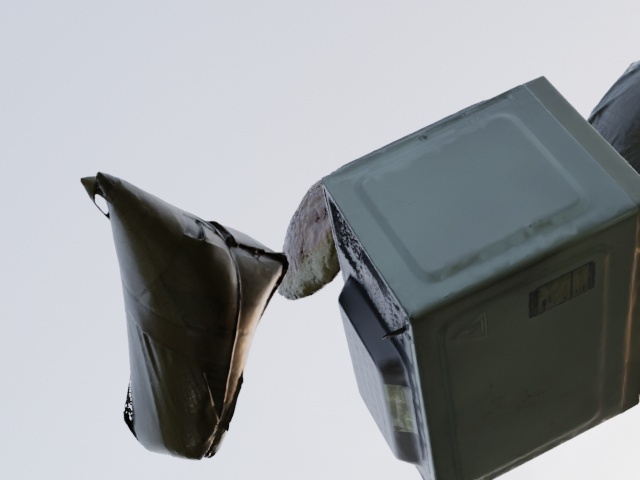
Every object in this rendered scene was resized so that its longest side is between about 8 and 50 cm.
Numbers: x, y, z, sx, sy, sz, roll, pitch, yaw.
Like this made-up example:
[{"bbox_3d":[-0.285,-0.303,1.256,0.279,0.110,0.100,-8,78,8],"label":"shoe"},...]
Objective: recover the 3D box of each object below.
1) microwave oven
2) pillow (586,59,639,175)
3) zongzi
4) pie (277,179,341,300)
[{"bbox_3d":[0.163,0.053,1.147,0.286,0.218,0.355,-25,-39,-8],"label":"microwave oven"},{"bbox_3d":[0.448,-0.141,1.596,0.335,0.161,0.092,-56,-35,-1],"label":"pillow"},{"bbox_3d":[-0.171,0.089,1.147,0.289,0.123,0.260,23,-96,-59],"label":"zongzi"},{"bbox_3d":[0.000,0.000,1.441,0.079,0.163,0.193,25,-40,-15],"label":"pie"}]
